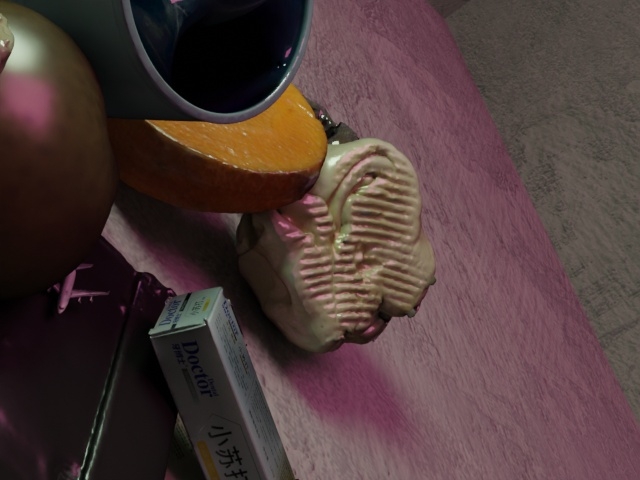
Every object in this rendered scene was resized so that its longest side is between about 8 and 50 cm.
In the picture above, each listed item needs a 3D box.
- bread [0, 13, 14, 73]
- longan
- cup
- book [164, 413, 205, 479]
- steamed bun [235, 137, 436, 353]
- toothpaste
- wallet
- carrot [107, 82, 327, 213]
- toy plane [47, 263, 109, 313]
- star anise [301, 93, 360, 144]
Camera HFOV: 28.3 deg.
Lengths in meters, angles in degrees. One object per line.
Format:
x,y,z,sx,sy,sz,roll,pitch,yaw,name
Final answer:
-0.344,-0.036,0.771,0.155,0.338,0.187,44,22,-14,bread
-0.293,-0.080,1.083,0.258,0.258,0.258,47,22,-25,longan
-0.228,-0.243,1.231,0.331,0.311,0.257,-4,97,-51,cup
-0.155,0.170,1.338,0.201,0.026,0.289,58,20,9,book
0.000,0.000,1.700,0.268,0.207,0.280,-36,116,-33,steamed bun
-0.080,0.201,1.256,0.089,0.071,0.313,-73,147,-65,toothpaste
-0.221,0.140,1.134,0.228,0.062,0.406,39,28,-22,wallet
-0.136,-0.141,1.560,0.307,0.100,0.258,33,42,14,carrot
-0.231,0.041,1.157,0.077,0.024,0.084,23,41,-15,toy plane
-0.065,-0.169,1.946,0.359,0.139,0.316,34,-12,39,star anise
